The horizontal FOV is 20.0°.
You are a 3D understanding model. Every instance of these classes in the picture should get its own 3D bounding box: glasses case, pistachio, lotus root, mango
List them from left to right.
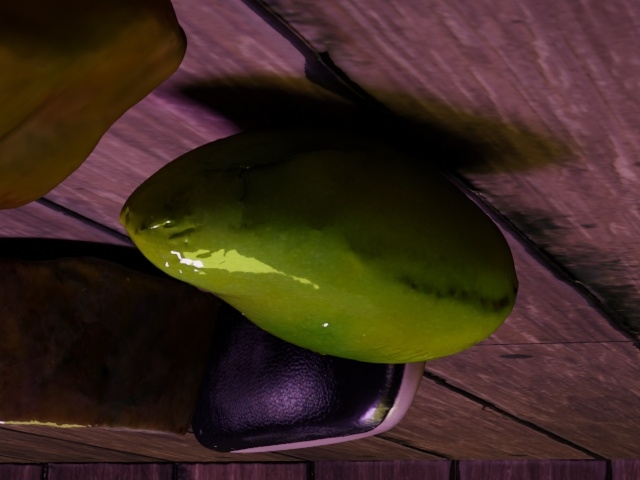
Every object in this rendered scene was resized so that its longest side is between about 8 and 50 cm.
[{"bbox_3d":[-0.137,-0.061,0.611,0.189,0.100,0.110,6,172,-17],"label":"pistachio"},{"bbox_3d":[-0.175,0.072,1.250,0.235,0.119,0.138,9,172,-29],"label":"lotus root"},{"bbox_3d":[-0.015,0.086,1.297,0.075,0.122,0.314,12,164,-26],"label":"glasses case"},{"bbox_3d":[0.000,0.000,0.893,0.233,0.111,0.125,12,160,-40],"label":"mango"}]
